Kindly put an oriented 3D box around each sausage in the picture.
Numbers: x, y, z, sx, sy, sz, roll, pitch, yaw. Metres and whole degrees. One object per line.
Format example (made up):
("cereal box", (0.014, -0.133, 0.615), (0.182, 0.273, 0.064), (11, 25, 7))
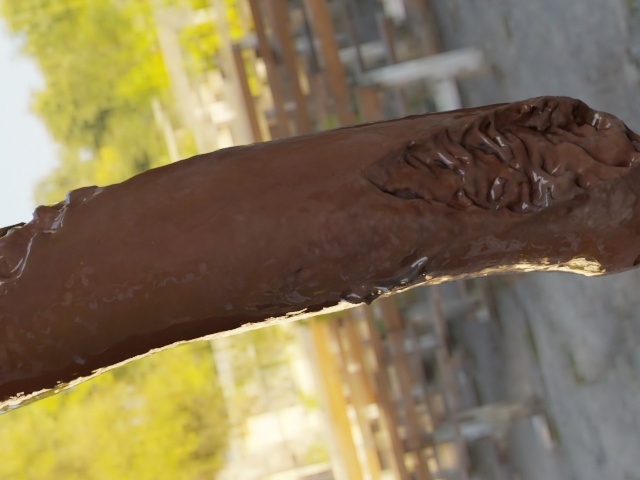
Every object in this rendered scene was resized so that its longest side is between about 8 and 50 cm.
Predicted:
("sausage", (-0.001, -0.001, 0.691), (0.079, 0.327, 0.087), (-119, 22, -49))
